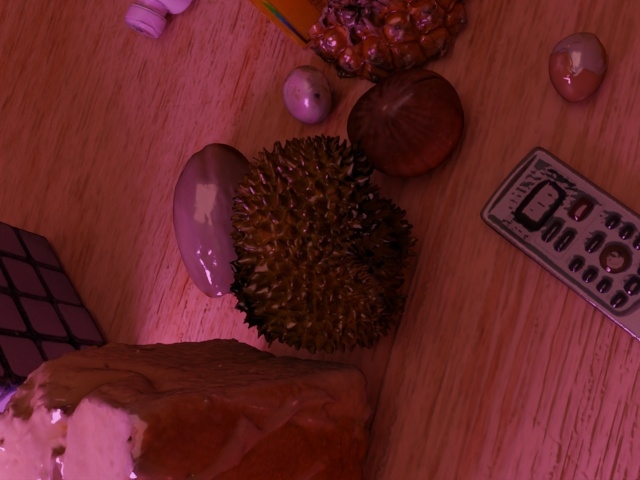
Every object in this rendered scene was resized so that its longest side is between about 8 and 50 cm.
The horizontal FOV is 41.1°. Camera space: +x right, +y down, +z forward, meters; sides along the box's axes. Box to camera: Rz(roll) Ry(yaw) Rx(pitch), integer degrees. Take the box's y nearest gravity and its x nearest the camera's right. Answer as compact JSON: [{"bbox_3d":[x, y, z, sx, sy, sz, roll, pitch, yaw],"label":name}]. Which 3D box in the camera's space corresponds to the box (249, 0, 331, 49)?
[{"bbox_3d":[0.028,-0.422,1.172,0.301,0.193,0.084,-40,66,12],"label":"box"}]

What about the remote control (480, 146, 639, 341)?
[{"bbox_3d":[0.331,0.010,1.014,0.285,0.038,0.123,43,97,27],"label":"remote control"}]

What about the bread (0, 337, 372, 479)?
[{"bbox_3d":[-0.157,0.314,0.970,0.279,0.390,0.371,11,97,40],"label":"bread"}]

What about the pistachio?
[{"bbox_3d":[-0.138,-0.029,1.193,0.144,0.144,0.215,-11,87,23],"label":"pistachio"}]

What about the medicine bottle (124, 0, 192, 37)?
[{"bbox_3d":[-0.245,-0.437,1.370,0.115,0.078,0.219,22,88,26],"label":"medicine bottle"}]

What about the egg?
[{"bbox_3d":[0.318,-0.213,1.055,0.071,0.071,0.083,-3,80,25],"label":"egg"}]

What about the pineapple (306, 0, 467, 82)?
[{"bbox_3d":[0.087,-0.294,1.138,0.250,0.164,0.139,-26,76,14],"label":"pineapple"}]

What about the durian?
[{"bbox_3d":[-0.006,-0.001,1.063,0.258,0.258,0.293,-11,71,23],"label":"durian"}]

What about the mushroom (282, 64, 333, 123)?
[{"bbox_3d":[-0.016,-0.208,1.215,0.083,0.067,0.083,22,120,45],"label":"mushroom"}]

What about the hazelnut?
[{"bbox_3d":[0.105,-0.158,1.102,0.150,0.150,0.150,-6,75,24],"label":"hazelnut"}]

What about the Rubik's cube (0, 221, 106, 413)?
[{"bbox_3d":[-0.548,0.177,1.220,0.344,0.344,0.337,-42,65,11],"label":"Rubik's cube"}]
